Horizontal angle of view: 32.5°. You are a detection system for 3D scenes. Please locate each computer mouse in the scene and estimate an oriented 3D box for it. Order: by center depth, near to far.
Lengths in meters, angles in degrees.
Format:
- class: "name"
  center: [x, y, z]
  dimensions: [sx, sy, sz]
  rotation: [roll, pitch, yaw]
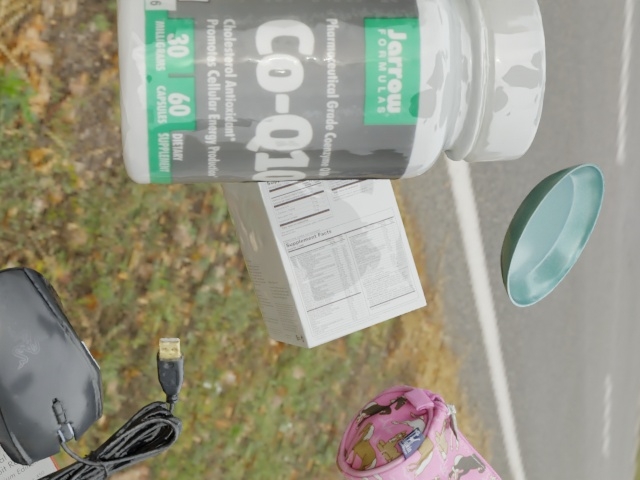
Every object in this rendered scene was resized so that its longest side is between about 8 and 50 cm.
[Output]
- class: "computer mouse"
  center: [-0.187, 0.118, 0.896]
  dimensions: [0.184, 0.060, 0.262]
  rotation: [-28, 133, -27]

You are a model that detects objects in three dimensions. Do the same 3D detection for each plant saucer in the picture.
- class: "plant saucer"
  center: [0.168, -0.007, 0.816]
  dimensions: [0.119, 0.021, 0.119]
  rotation: [-33, 141, -32]

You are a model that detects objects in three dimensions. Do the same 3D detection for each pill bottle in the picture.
- class: "pill bottle"
  center: [0.003, -0.154, 0.993]
  dimensions: [0.204, 0.361, 0.204]
  rotation: [178, -90, -82]

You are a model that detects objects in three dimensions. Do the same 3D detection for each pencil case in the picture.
- class: "pencil case"
  center: [0.193, 0.378, 1.538]
  dimensions: [0.386, 0.167, 0.160]
  rotation: [51, 48, -23]

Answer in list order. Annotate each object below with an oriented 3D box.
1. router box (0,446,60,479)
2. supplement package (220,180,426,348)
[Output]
- class: "router box"
  center: [-0.411, 0.432, 1.284]
  dimensions: [0.336, 0.301, 0.082]
  rotation: [-31, 150, -15]
- class: "supplement package"
  center: [0.000, 0.000, 1.642]
  dimensions: [0.199, 0.198, 0.262]
  rotation: [-2, -74, 70]
